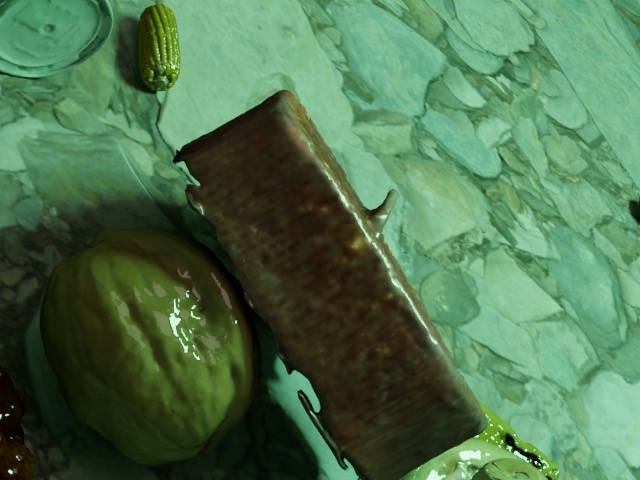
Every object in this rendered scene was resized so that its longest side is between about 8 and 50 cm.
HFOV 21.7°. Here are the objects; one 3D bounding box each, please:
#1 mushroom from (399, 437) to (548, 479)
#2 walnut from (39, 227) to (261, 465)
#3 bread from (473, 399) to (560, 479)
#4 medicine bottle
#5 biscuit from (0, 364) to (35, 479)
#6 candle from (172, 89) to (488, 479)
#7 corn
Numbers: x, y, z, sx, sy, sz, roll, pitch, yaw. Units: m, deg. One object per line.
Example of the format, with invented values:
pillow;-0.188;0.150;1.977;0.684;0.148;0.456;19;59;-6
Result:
mushroom;0.111;0.208;1.208;0.154;0.122;0.154;16;37;-12
walnut;-0.111;0.068;1.125;0.166;0.149;0.167;31;47;-39
bread;0.140;0.188;1.326;0.226;0.049;0.088;38;36;-8
medicine bottle;-0.279;-0.328;1.404;0.108;0.108;0.426;8;47;-39
biscuit;-0.266;0.115;1.020;0.192;0.049;0.192;21;39;-18
candle;0.000;0.000;1.193;0.287;0.131;0.317;56;4;-46
corn;-0.138;-0.167;1.430;0.037;0.037;0.092;21;39;-27
